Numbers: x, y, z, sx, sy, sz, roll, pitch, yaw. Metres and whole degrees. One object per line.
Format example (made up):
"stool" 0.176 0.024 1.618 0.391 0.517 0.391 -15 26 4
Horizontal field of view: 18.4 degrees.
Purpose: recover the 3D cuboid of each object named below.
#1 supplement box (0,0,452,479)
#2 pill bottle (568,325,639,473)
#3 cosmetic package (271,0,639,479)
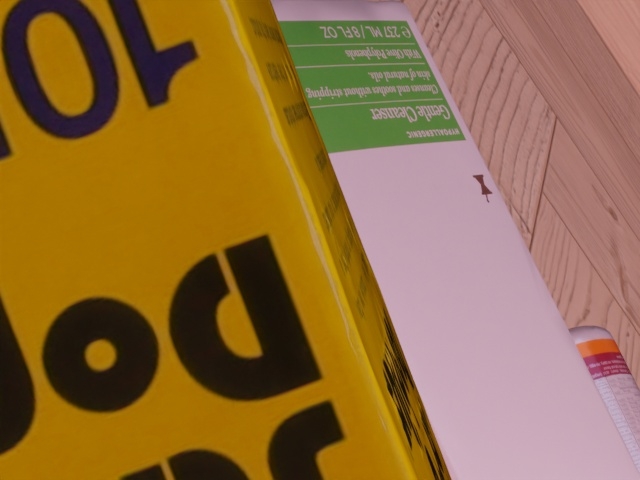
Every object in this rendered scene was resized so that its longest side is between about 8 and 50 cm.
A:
"supplement box" -0.079 0.044 0.490 0.195 0.194 0.357 -69 138 -85
"pill bottle" 0.208 0.185 1.481 0.121 0.121 0.221 15 48 -62
"cosmetic package" 0.026 0.054 1.144 0.197 0.155 0.366 -11 71 -56
